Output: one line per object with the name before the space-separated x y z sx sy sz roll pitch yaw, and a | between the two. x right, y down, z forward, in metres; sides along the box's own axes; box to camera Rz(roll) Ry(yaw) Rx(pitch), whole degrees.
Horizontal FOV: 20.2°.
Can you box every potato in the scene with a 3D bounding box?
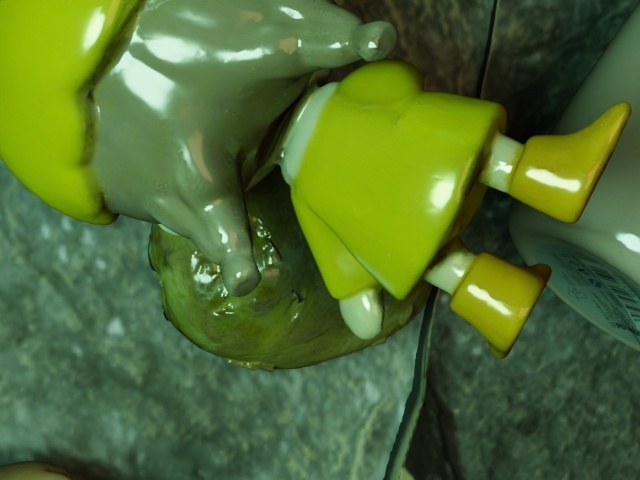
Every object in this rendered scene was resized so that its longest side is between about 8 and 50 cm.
potato | 0.000 0.000 1.093 0.200 0.081 0.164 -17 101 -30

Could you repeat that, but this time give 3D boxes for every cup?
cup | 0.249 -0.026 1.189 0.200 0.191 0.253 -53 148 -12

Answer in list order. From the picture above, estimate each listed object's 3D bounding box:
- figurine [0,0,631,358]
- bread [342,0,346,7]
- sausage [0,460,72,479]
figurine | -0.019 -0.076 0.964 0.343 0.187 0.215 25 95 3
bread | -0.029 -0.227 1.068 0.172 0.064 0.232 -36 112 -20
sausage | -0.253 0.197 0.958 0.289 0.086 0.086 -21 104 -26
